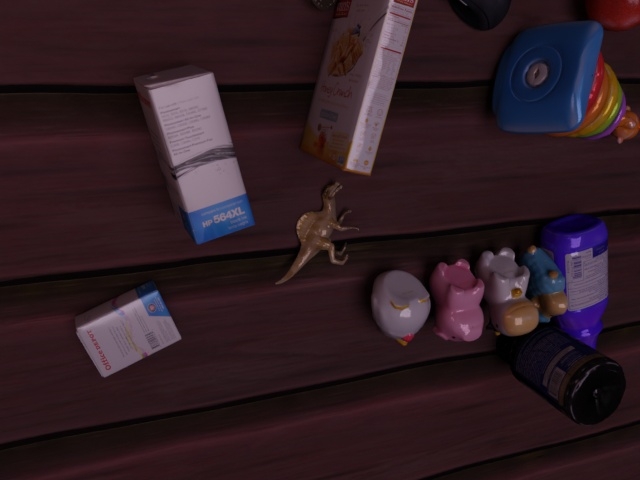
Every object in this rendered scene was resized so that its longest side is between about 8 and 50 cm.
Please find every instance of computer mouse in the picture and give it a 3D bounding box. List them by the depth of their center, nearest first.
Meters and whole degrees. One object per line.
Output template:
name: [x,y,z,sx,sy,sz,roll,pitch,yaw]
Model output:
computer mouse: [0.180,-0.387,0.992,0.184,0.060,0.262,-49,118,-3]

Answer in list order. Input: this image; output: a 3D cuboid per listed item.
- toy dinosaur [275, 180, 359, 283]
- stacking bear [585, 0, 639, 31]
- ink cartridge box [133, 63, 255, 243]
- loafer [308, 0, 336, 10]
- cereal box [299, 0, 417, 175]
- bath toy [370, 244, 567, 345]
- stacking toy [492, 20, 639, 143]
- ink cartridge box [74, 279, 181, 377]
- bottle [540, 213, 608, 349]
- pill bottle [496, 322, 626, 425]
toy dinosaur: [0.000,0.000,1.057,0.092,0.053,0.183,28,87,-13]
stacking bear: [0.458,-0.464,1.034,0.175,0.164,0.289,-9,127,14]
ink cartridge box: [-0.166,-0.117,0.881,0.086,0.148,0.203,-19,114,-16]
loafer: [-0.020,-0.381,0.917,0.056,0.050,0.148,-38,133,-4]
cereal box: [0.046,-0.222,0.926,0.047,0.173,0.240,9,102,-24]
bath toy: [0.244,0.110,1.150,0.348,0.151,0.129,-7,139,-19]
stacking toy: [0.442,-0.228,1.121,0.302,0.166,0.175,12,90,-38]
ink cartridge box: [-0.276,0.125,0.968,0.122,0.052,0.088,-26,115,-15]
bottle: [0.474,0.096,1.258,0.118,0.092,0.283,-19,113,-18]
pill bottle: [0.416,0.222,1.202,0.123,0.219,0.123,-7,110,-21]
